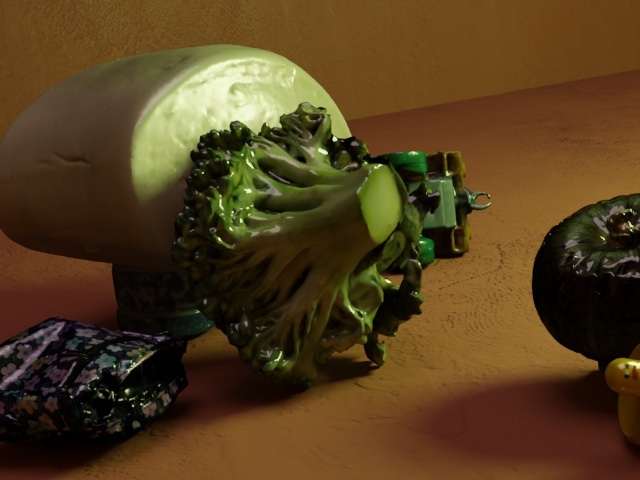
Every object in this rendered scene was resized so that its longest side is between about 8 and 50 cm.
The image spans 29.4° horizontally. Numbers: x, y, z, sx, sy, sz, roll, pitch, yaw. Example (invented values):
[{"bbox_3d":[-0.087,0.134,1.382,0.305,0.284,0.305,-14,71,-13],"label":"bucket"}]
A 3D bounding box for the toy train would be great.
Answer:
[{"bbox_3d":[0.063,-0.047,2.006,0.430,0.178,0.249,-5,2,5],"label":"toy train"}]

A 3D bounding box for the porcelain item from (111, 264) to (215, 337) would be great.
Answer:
[{"bbox_3d":[-0.218,0.076,1.725,0.147,0.114,0.147,-3,12,1],"label":"porcelain item"}]

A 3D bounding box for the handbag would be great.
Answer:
[{"bbox_3d":[-0.268,0.161,1.386,0.208,0.126,0.229,6,17,22],"label":"handbag"}]

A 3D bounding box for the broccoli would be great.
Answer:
[{"bbox_3d":[-0.017,0.003,1.479,0.272,0.323,0.334,16,36,38],"label":"broccoli"}]

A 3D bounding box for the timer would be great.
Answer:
[{"bbox_3d":[0.317,0.147,1.183,0.109,0.107,0.107,11,13,-5],"label":"timer"}]

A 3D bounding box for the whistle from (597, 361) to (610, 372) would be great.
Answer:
[{"bbox_3d":[0.465,0.113,1.362,0.304,0.062,0.062,-5,14,11],"label":"whistle"}]

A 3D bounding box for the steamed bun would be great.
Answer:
[{"bbox_3d":[-0.202,-0.129,1.717,0.371,0.289,0.456,6,14,39],"label":"steamed bun"}]

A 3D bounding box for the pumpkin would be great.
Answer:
[{"bbox_3d":[0.345,0.036,1.313,0.238,0.159,0.238,-8,31,5],"label":"pumpkin"}]
